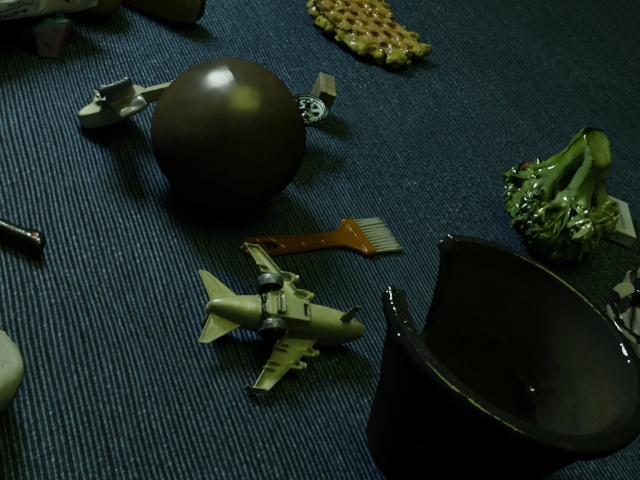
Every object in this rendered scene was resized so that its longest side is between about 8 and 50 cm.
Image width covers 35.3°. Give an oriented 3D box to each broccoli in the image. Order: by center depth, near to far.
[{"bbox_3d":[0.480,-0.096,1.895,0.248,0.245,0.288,18,49,-18],"label":"broccoli"}]

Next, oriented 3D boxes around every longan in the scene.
[{"bbox_3d":[-0.143,-0.166,1.610,0.258,0.258,0.258,17,36,-13],"label":"longan"}]

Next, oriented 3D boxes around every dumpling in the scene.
[{"bbox_3d":[-0.416,0.148,1.145,0.150,0.092,0.176,26,33,-4],"label":"dumpling"}]

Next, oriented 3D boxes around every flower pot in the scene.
[{"bbox_3d":[0.217,0.207,1.333,0.380,0.251,0.379,19,33,-13],"label":"flower pot"}]

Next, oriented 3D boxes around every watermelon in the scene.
[{"bbox_3d":[-0.480,-0.370,1.805,0.072,0.092,0.084,60,38,-24],"label":"watermelon"}]

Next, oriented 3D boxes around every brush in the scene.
[{"bbox_3d":[0.000,0.000,1.674,0.315,0.017,0.090,-6,46,-36],"label":"brush"}]

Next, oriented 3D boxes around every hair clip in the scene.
[{"bbox_3d":[-0.323,-0.235,1.653,0.159,0.071,0.218,-22,15,-14],"label":"hair clip"}]

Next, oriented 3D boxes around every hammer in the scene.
[{"bbox_3d":[-0.517,-0.050,1.395,0.288,0.033,0.111,23,34,-4],"label":"hammer"}]

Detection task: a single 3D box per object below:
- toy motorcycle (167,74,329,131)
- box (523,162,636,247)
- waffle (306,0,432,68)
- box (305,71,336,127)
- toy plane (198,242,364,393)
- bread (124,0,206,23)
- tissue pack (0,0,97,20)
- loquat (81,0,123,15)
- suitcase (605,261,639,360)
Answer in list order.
[{"bbox_3d":[-0.135,-0.224,1.802,0.316,0.113,0.168,6,48,-12],"label":"toy motorcycle"},{"bbox_3d":[0.534,-0.075,2.092,0.245,0.035,0.139,22,35,-7],"label":"box"},{"bbox_3d":[0.109,-0.506,2.367,0.301,0.058,0.282,38,37,14],"label":"waffle"},{"bbox_3d":[0.000,-0.276,1.976,0.035,0.079,0.083,17,36,-15],"label":"box"},{"bbox_3d":[-0.051,0.111,1.432,0.256,0.104,0.241,6,54,-17],"label":"toy plane"},{"bbox_3d":[-0.332,-0.511,2.051,0.201,0.116,0.077,25,54,1],"label":"bread"},{"bbox_3d":[-0.619,-0.500,1.761,0.390,0.195,0.376,29,37,27],"label":"tissue pack"},{"bbox_3d":[-0.443,-0.507,1.953,0.141,0.141,0.141,17,36,-13],"label":"loquat"},{"bbox_3d":[0.625,0.180,1.680,0.339,0.194,0.351,16,35,-9],"label":"suitcase"}]
